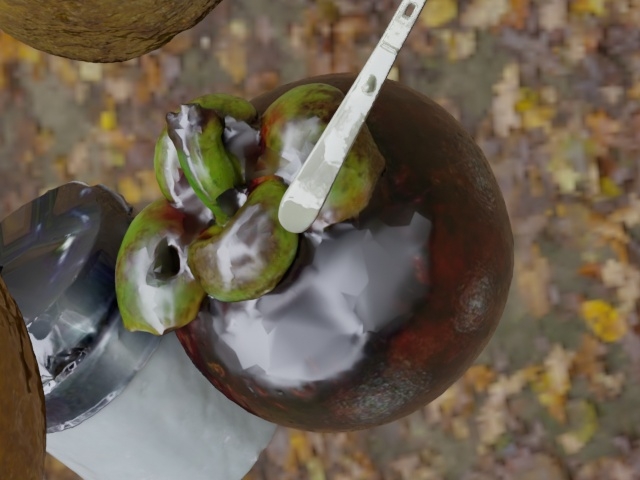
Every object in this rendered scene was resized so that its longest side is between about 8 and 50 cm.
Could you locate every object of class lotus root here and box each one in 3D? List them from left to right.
[{"bbox_3d":[-0.083,-0.113,0.681,0.108,0.190,0.094,-31,89,6],"label":"lotus root"}]

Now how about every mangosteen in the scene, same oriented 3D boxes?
[{"bbox_3d":[0.003,0.003,1.541,0.311,0.311,0.311,7,100,46],"label":"mangosteen"}]

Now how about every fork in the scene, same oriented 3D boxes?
[{"bbox_3d":[0.036,-0.095,0.964,0.034,0.028,0.219,26,109,-7],"label":"fork"}]

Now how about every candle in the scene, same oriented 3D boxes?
[{"bbox_3d":[-0.163,0.118,1.737,0.221,0.342,0.221,-24,42,24],"label":"candle"}]

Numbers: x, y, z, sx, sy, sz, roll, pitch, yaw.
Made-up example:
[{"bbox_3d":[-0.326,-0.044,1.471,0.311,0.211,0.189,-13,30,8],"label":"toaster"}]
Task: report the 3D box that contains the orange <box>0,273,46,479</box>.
[{"bbox_3d":[-0.221,0.076,0.699,0.264,0.264,0.264,7,100,46],"label":"orange"}]
